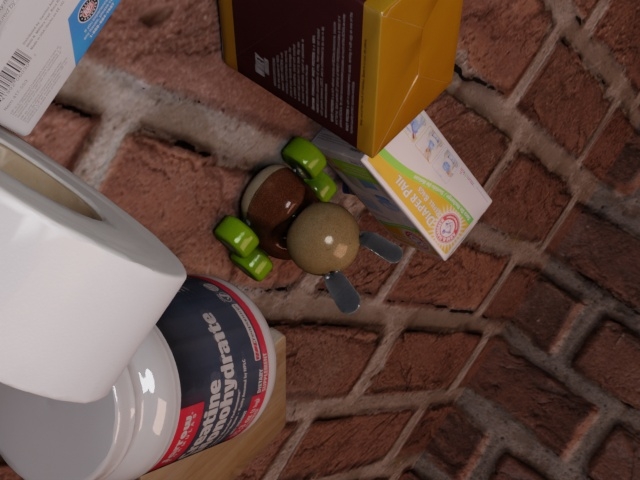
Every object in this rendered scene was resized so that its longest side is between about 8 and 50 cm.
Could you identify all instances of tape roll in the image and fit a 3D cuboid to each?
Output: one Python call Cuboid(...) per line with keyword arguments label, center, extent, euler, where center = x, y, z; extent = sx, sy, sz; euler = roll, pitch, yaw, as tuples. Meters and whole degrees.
Cuboid(label="tape roll", center=(-0.230, -0.015, 0.747), extent=(0.100, 0.286, 0.286), euler=(-56, 158, 2))

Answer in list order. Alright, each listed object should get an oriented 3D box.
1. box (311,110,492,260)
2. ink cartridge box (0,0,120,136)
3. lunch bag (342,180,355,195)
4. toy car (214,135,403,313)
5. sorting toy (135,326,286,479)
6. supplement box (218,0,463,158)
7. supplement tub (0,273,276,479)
Cuboid(label="box", center=(0.104, -0.084, 1.432), extent=(0.103, 0.114, 0.203), euler=(-51, 126, -11))
Cuboid(label="ink cartridge box", center=(-0.236, -0.170, 0.777), extent=(0.139, 0.082, 0.190), euler=(-55, 157, 0))
Cuboid(label="lunch bag", center=(0.074, -0.092, 1.542), extent=(0.098, 0.065, 0.067), euler=(-15, 119, -57))
Cuboid(label="toy car", center=(0.000, 0.000, 1.355), extent=(0.155, 0.188, 0.149), euler=(-50, 157, -11))
Cuboid(label="sorting toy", center=(-0.163, 0.248, 1.511), extent=(0.257, 0.089, 0.255), euler=(-43, 155, -28))
Cuboid(label="supplement box", center=(0.016, -0.220, 1.066), extent=(0.129, 0.194, 0.191), euler=(-45, 156, -26))
Cuboid(label="supplement tub", center=(-0.187, 0.140, 1.173), extent=(0.272, 0.191, 0.191), euler=(-10, 131, -61))
